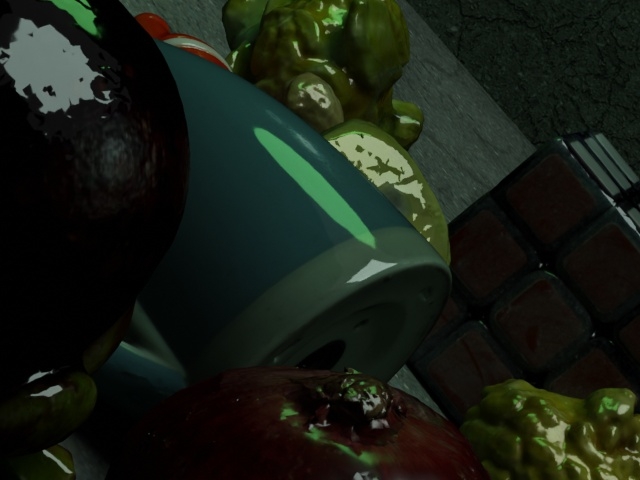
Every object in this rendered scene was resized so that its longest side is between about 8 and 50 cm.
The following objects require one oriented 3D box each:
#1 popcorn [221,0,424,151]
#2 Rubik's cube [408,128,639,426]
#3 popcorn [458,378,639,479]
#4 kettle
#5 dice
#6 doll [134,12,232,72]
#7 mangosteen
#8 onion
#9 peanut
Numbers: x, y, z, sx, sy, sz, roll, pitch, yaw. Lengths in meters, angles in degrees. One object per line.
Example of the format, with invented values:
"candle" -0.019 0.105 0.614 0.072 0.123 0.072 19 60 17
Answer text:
"popcorn" 0.003 -0.175 1.903 0.225 0.276 0.276 13 -12 42
"Rubik's cube" 0.278 0.076 1.909 0.304 0.305 0.301 53 16 6
"popcorn" 0.250 0.232 1.671 0.200 0.203 0.226 47 7 -31
"kettle" -0.124 -0.008 1.237 0.319 0.247 0.342 -19 61 -44
"dice" 0.000 0.000 1.474 0.169 0.169 0.166 61 -28 -6
"doll" -0.114 -0.115 1.679 0.200 0.105 0.336 40 12 -40
"mangosteen" -0.227 -0.020 0.910 0.297 0.313 0.297 23 -11 5
"onion" -0.010 0.190 1.010 0.276 0.276 0.276 44 17 -18
"peanut" -0.010 -0.081 1.760 0.099 0.099 0.214 -105 -179 -55
